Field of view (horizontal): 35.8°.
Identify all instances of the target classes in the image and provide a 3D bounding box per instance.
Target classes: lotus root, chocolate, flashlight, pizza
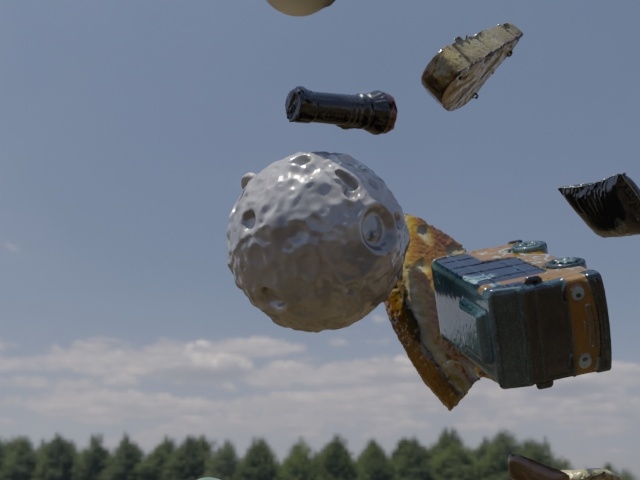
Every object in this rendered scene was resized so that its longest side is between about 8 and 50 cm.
[{"bbox_3d":[0.305,-0.353,2.058,0.260,0.074,0.170,-28,-27,-45],"label":"lotus root"},{"bbox_3d":[0.333,0.368,1.536,0.100,0.031,0.064,20,-42,25],"label":"chocolate"},{"bbox_3d":[0.039,-0.254,1.945,0.232,0.093,0.093,-2,-11,-33],"label":"flashlight"},{"bbox_3d":[0.301,0.155,2.031,0.406,0.440,0.130,8,-39,-33],"label":"pizza"}]

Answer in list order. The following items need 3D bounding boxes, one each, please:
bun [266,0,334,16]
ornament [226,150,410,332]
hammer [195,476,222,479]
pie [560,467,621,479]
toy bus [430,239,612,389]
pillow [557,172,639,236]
[{"bbox_3d":[-0.043,-0.525,1.910,0.172,0.120,0.173,-3,-51,-4],"label":"bun"},{"bbox_3d":[0.000,0.000,1.807,0.337,0.337,0.337,0,-14,0],"label":"ornament"},{"bbox_3d":[-0.101,0.534,1.584,0.335,0.206,0.119,24,9,16],"label":"hammer"},{"bbox_3d":[0.463,0.468,1.824,0.185,0.052,0.218,-18,-35,15],"label":"pie"},{"bbox_3d":[0.297,0.104,1.510,0.194,0.162,0.323,-10,10,-8],"label":"toy bus"},{"bbox_3d":[0.534,-0.059,1.817,0.141,0.055,0.208,47,-14,-10],"label":"pillow"}]
